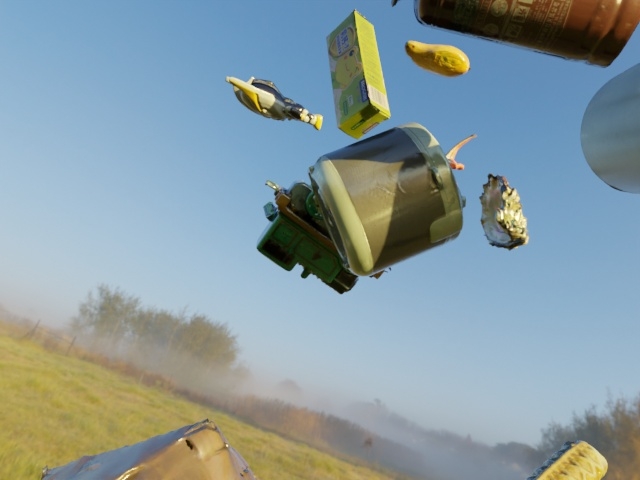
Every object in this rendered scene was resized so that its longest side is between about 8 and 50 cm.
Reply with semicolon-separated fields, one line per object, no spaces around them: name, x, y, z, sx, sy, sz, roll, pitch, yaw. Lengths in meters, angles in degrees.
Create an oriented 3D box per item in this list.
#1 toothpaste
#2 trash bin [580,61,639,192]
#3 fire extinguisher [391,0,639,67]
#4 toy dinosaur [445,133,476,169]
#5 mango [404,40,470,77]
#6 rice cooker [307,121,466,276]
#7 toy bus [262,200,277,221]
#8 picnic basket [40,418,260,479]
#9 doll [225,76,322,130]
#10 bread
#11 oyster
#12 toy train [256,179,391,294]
toothpaste;0.090;-0.416;1.088;0.077;0.327;0.110;17;-33;-38
trash bin;0.597;-0.187;0.609;0.280;0.280;0.432;15;7;4
fire extinguisher;0.239;-0.336;0.580;0.337;0.114;0.135;16;-33;8
toy dinosaur;0.309;-0.158;1.133;0.101;0.280;0.055;17;16;-41
mango;0.317;-0.492;1.183;0.190;0.075;0.098;25;-6;22
rice cooker;0.138;-0.087;0.909;0.277;0.288;0.288;-23;-27;-5
toy bus;-0.147;-0.085;1.288;0.037;0.083;0.031;-35;-58;7
picnic basket;-0.155;0.399;0.420;0.293;0.337;0.337;-19;-33;8
doll;-0.143;-0.425;1.339;0.316;0.145;0.103;20;-51;-12
bread;0.407;0.447;0.768;0.367;0.077;0.084;-4;17;-39
oyster;0.560;-0.082;1.342;0.092;0.260;0.198;-1;-50;2
toy train;0.000;0.000;1.197;0.429;0.249;0.178;36;7;-12
